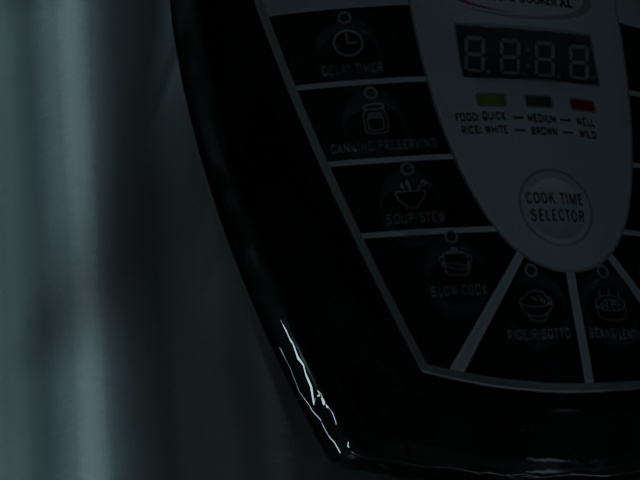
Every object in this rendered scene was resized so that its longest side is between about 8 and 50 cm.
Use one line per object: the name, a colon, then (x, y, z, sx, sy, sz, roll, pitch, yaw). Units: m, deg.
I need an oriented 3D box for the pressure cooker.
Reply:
pressure cooker: (-0.004, 0.002, 0.659, 0.376, 0.420, 0.370, -11, 161, 19)
